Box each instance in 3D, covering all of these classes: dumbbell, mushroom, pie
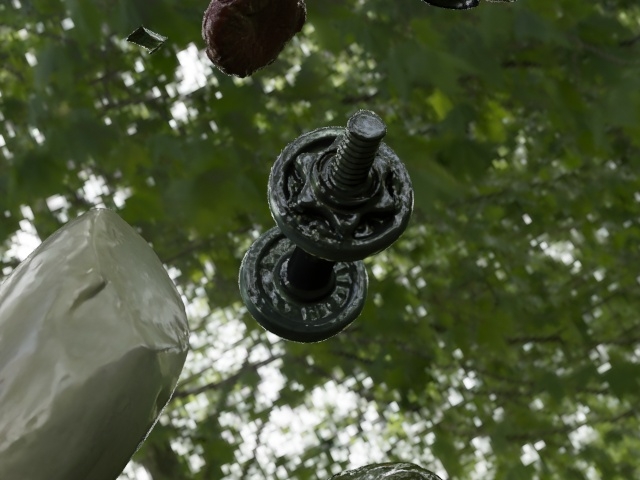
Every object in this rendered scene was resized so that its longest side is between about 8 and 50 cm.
[{"bbox_3d":[0.000,0.000,0.678,0.081,0.082,0.254,-20,-21,-19],"label":"dumbbell"},{"bbox_3d":[-0.172,0.106,0.670,0.350,0.128,0.128,-54,0,-43],"label":"mushroom"},{"bbox_3d":[-0.079,-0.267,1.440,0.153,0.038,0.154,-30,-39,-28],"label":"pie"}]

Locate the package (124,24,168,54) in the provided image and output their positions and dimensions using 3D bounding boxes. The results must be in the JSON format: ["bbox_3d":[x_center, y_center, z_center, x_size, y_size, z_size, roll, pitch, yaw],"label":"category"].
[{"bbox_3d":[-0.253,-0.292,1.724,0.037,0.015,0.110,-42,-10,9],"label":"package"}]

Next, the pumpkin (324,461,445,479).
[{"bbox_3d":[0.089,0.425,1.477,0.192,0.320,0.320,-11,-28,-35],"label":"pumpkin"}]

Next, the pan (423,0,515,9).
[{"bbox_3d":[0.155,-0.261,1.239,0.115,0.023,0.068,9,-6,36],"label":"pan"}]
